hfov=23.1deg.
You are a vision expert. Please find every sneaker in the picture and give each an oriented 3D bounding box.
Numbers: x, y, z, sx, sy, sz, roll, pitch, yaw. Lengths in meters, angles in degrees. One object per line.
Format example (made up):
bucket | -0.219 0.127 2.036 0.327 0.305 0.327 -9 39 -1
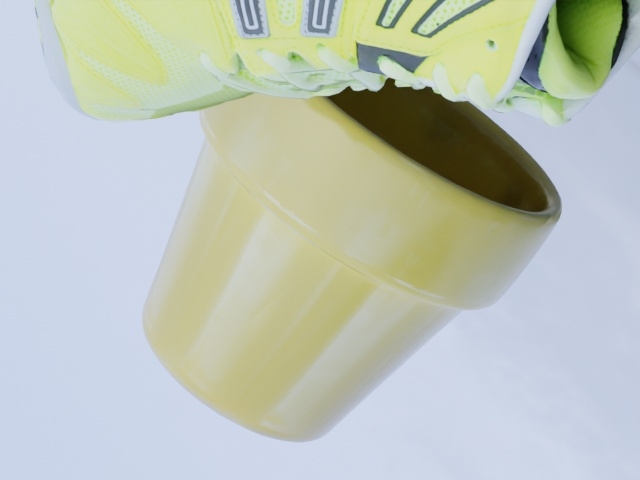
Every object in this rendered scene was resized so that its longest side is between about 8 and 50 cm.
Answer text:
sneaker | 0.029 -0.107 0.589 0.145 0.384 0.147 3 -108 -48

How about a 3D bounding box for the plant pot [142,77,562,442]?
plant pot | 0.000 0.000 1.096 0.254 0.239 0.254 31 -160 -12
